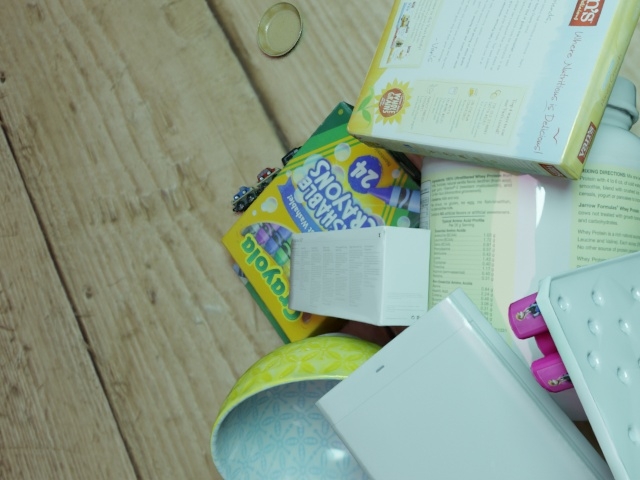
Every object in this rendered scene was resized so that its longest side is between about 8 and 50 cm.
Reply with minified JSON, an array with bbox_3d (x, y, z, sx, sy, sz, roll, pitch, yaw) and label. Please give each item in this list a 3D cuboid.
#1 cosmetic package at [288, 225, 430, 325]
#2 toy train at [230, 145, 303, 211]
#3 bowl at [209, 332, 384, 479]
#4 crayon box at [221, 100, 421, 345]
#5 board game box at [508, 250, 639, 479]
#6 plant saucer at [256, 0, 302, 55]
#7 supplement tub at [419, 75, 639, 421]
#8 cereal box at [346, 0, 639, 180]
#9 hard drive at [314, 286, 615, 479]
[{"bbox_3d":[0.035,0.037,0.776,0.239,0.060,0.099,178,93,-66],"label":"cosmetic package"},{"bbox_3d":[-0.077,-0.092,1.039,0.158,0.027,0.036,-35,66,24],"label":"toy train"},{"bbox_3d":[0.020,0.210,0.863,0.289,0.289,0.156,-32,28,26],"label":"bowl"},{"bbox_3d":[0.000,0.000,0.952,0.323,0.083,0.203,-47,65,20],"label":"crayon box"},{"bbox_3d":[0.344,0.189,0.552,0.050,0.390,0.390,-35,70,47],"label":"board game box"},{"bbox_3d":[-0.060,-0.321,1.052,0.083,0.015,0.083,-2,86,31],"label":"plant saucer"},{"bbox_3d":[0.220,0.006,0.726,0.235,0.235,0.325,1,87,32],"label":"supplement tub"},{"bbox_3d":[0.148,-0.157,0.636,0.240,0.047,0.173,19,86,43],"label":"cereal box"},{"bbox_3d":[0.151,0.221,0.621,0.307,0.040,0.203,52,126,12],"label":"hard drive"}]
